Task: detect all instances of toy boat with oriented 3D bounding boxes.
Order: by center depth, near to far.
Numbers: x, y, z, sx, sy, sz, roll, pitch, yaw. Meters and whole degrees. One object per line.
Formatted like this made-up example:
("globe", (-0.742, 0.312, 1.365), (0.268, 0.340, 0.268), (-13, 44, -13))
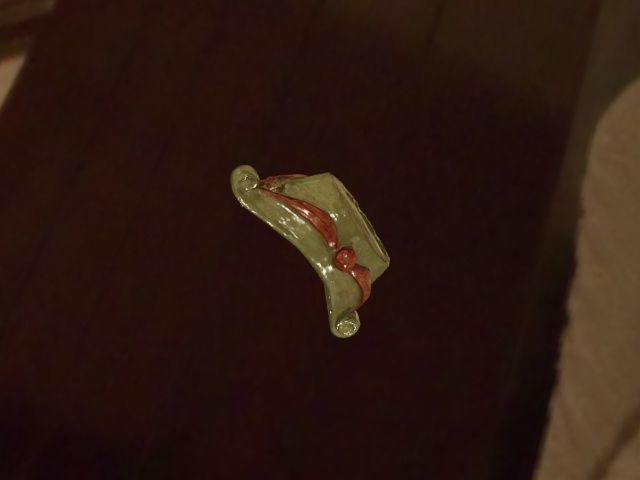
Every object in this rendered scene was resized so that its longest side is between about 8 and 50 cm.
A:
("toy boat", (0.001, 0.000, 1.346), (0.071, 0.089, 0.185), (-28, 125, 11))
